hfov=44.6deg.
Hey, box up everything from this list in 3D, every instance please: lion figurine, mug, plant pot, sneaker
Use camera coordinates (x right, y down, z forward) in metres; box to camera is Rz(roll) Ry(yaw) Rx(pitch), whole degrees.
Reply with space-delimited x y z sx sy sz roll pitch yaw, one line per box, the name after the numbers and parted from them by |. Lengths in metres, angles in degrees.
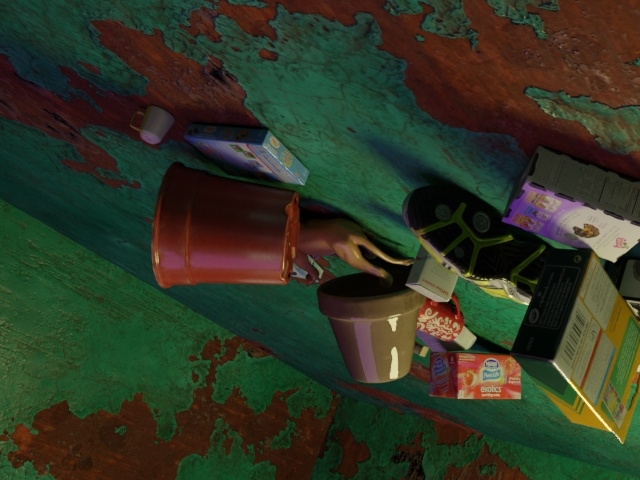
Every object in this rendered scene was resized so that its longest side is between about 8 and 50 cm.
0.000 0.000 1.805 0.392 0.142 0.240 -6 142 31 | lion figurine
-0.345 -0.233 1.602 0.078 0.064 0.062 7 158 42 | mug
0.135 0.210 1.875 0.263 0.229 0.263 -8 -170 1 | plant pot
0.291 0.029 1.464 0.385 0.145 0.147 32 160 -23 | sneaker
0.292 0.190 2.000 0.169 0.113 0.150 29 164 -31 | mug
-0.187 -0.019 1.653 0.265 0.272 0.272 6 161 5 | plant pot

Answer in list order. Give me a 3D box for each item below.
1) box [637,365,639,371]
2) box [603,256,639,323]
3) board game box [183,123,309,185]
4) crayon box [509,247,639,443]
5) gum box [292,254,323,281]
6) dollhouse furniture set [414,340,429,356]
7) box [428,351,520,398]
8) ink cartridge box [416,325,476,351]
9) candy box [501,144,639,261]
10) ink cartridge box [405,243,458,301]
0.727 0.218 1.615 0.063 0.067 0.324 24 162 -4 | box
0.651 0.112 1.354 0.290 0.087 0.169 7 157 41 | box
-0.149 -0.174 1.576 0.211 0.039 0.160 9 160 35 | board game box
0.454 0.185 1.330 0.083 0.203 0.323 4 149 46 | crayon box
-0.105 0.050 2.187 0.184 0.041 0.157 11 158 32 | gum box
0.253 0.243 2.192 0.182 0.101 0.161 28 -179 29 | dollhouse furniture set
0.440 0.384 2.217 0.257 0.128 0.122 9 169 -33 | box
0.304 0.224 2.217 0.232 0.066 0.189 48 158 -8 | ink cartridge box
0.399 -0.052 1.207 0.196 0.070 0.165 21 162 6 | candy box
0.243 0.057 1.637 0.088 0.122 0.052 29 161 -19 | ink cartridge box
